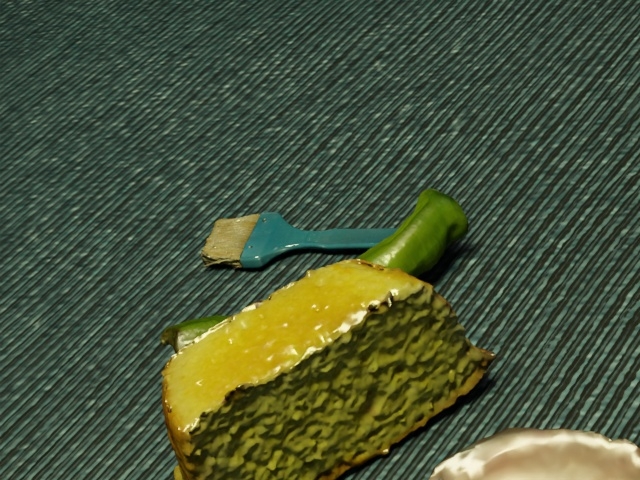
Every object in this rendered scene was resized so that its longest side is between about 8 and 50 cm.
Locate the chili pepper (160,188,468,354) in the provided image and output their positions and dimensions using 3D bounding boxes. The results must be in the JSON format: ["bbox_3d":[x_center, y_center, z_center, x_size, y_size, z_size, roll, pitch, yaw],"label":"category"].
[{"bbox_3d":[0.003,0.033,0.815,0.202,0.050,0.052,-29,22,-15],"label":"chili pepper"}]

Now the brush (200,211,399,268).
[{"bbox_3d":[0.000,0.000,0.890,0.164,0.014,0.051,0,41,20],"label":"brush"}]

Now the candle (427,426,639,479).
[{"bbox_3d":[0.175,0.192,0.478,0.317,0.131,0.287,-22,42,10],"label":"candle"}]

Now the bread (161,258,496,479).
[{"bbox_3d":[-0.001,0.077,0.714,0.187,0.103,0.065,-30,36,-10],"label":"bread"}]
